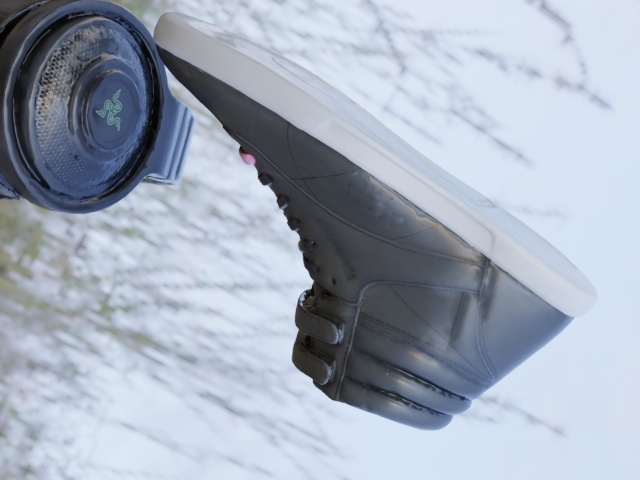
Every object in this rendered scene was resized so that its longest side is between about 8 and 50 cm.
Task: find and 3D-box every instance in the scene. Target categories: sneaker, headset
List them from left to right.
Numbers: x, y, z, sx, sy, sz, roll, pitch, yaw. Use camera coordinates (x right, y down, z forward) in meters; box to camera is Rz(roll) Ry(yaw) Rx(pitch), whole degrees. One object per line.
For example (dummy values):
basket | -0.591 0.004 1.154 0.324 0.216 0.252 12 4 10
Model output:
headset | -0.227 -0.072 1.094 0.394 0.243 0.185 32 72 -74
sneaker | 0.000 0.000 1.026 0.147 0.295 0.104 -52 -172 12
